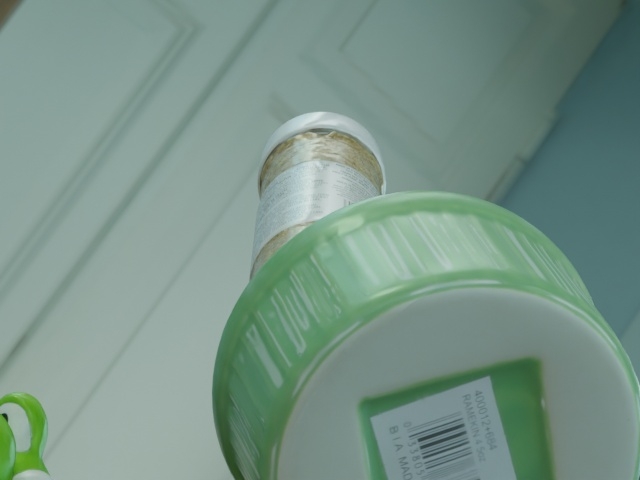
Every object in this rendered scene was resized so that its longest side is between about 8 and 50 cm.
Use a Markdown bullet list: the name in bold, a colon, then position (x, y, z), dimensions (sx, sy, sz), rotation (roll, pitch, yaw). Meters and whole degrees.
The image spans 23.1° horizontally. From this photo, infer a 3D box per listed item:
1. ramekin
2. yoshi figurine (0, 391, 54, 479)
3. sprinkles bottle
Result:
- **ramekin**: position (0.081, 0.129, 1.115), dimensions (0.303, 0.303, 0.148), rotation (38, 7, -20)
- **yoshi figurine**: position (-0.304, 0.282, 1.306), dimensions (0.203, 0.362, 0.203), rotation (4, -31, -13)
- **sprinkles bottle**: position (0.000, 0.000, 1.346), dimensions (0.121, 0.121, 0.355), rotation (37, 19, -14)
